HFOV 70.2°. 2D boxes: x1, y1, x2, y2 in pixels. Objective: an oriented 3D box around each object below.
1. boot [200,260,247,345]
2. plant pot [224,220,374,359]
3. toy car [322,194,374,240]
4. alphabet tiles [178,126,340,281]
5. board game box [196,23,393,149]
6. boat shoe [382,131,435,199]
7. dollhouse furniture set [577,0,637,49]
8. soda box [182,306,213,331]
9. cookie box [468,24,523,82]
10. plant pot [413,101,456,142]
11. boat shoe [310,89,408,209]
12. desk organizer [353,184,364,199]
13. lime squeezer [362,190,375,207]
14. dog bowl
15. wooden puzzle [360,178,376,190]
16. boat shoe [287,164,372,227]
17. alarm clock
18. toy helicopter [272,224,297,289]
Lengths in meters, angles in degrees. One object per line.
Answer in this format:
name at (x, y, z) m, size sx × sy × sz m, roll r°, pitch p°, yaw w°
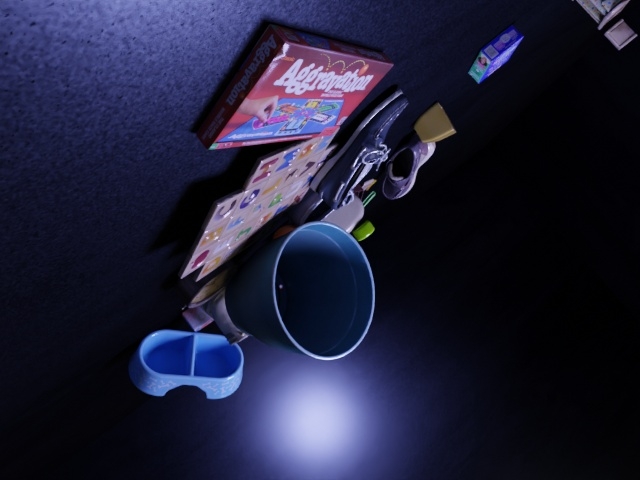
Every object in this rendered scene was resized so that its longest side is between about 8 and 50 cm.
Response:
boot at (-0.212, 0.161, 1.139) m, size 0.213 × 0.165 × 0.077 m, roll -42°, pitch 173°, yaw 38°
plant pot at (-0.066, 0.116, 0.989) m, size 0.255 × 0.272 × 0.271 m, roll -14°, pitch -167°, yaw 48°
toy car at (0.023, -0.049, 1.141) m, size 0.149 × 0.155 × 0.188 m, roll -37°, pitch -175°, yaw -11°
alphabet tiles at (-0.092, -0.063, 0.773) m, size 0.342 × 0.011 × 0.285 m, roll -39°, pitch 170°, yaw -51°
board game box at (-0.014, -0.180, 0.564) m, size 0.145 × 0.027 × 0.281 m, roll -45°, pitch 171°, yaw 32°
boat shoe at (0.236, -0.210, 1.349) m, size 0.092 × 0.103 × 0.285 m, roll -29°, pitch 165°, yaw -27°
dollhouse furniture set at (0.735, -0.591, 1.083) m, size 0.161 × 0.182 × 0.101 m, roll -41°, pitch 172°, yaw 20°
soda box at (-0.290, 0.177, 1.267) m, size 0.183 × 0.063 × 0.058 m, roll -36°, pitch 172°, yaw -20°
cookie box at (0.395, -0.420, 1.035) m, size 0.091 × 0.040 × 0.107 m, roll -39°, pitch 172°, yaw -1°
plant pot at (0.288, -0.292, 1.168) m, size 0.083 × 0.081 × 0.081 m, roll -30°, pitch 176°, yaw 22°
boat shoe at (0.082, -0.165, 0.861) m, size 0.254 × 0.079 × 0.095 m, roll -47°, pitch 173°, yaw 20°
desk organizer at (0.094, -0.127, 1.329) m, size 0.047 × 0.050 × 0.130 m, roll -41°, pitch 172°, yaw 24°
lime squeezer at (0.083, -0.060, 1.666) m, size 0.310 × 0.059 × 0.110 m, roll -35°, pitch 172°, yaw -19°
dog bowl at (-0.341, 0.317, 1.195) m, size 0.297 × 0.166 × 0.074 m, roll 10°, pitch 132°, yaw -20°
wooden puzzle at (0.132, -0.164, 1.439) m, size 0.078 × 0.014 × 0.116 m, roll -48°, pitch 169°, yaw 29°
boat shoe at (0.033, -0.101, 0.984) m, size 0.227 × 0.081 × 0.079 m, roll -38°, pitch 147°, yaw 6°
alarm clock at (-0.221, 0.064, 0.903) m, size 0.129 × 0.064 × 0.192 m, roll -35°, pitch 172°, yaw -41°
toy helicopter at (-0.103, 0.136, 1.210) m, size 0.355 × 0.235 × 0.140 m, roll -42°, pitch 173°, yaw 10°
